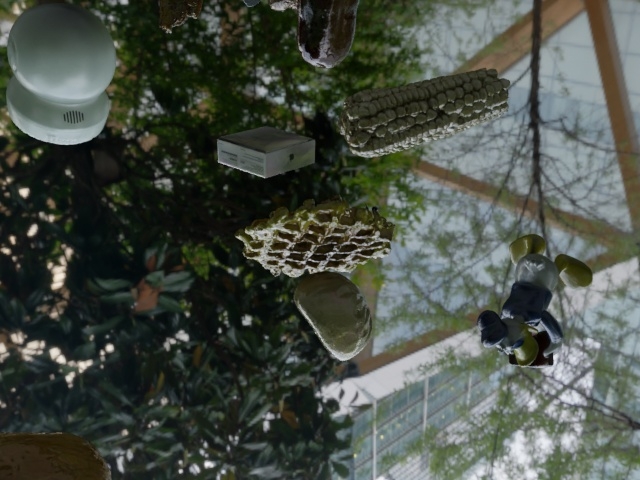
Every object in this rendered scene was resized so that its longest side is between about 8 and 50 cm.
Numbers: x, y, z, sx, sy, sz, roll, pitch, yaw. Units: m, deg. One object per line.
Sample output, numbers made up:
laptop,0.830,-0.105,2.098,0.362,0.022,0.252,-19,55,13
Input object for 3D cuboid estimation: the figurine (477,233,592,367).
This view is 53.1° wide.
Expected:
figurine,0.436,0.169,1.419,0.205,0.283,0.338,15,-154,39

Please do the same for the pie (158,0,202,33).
pie,-0.246,-0.446,1.110,0.092,0.169,0.034,0,-178,11

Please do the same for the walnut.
walnut,-0.352,0.310,0.767,0.197,0.165,0.165,9,-161,-35

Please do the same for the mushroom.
mushroom,-0.031,-0.482,1.282,0.148,0.227,0.217,-20,-134,-40

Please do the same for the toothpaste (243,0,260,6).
toothpaste,-0.162,-0.521,1.014,0.114,0.299,0.073,-40,-175,-9

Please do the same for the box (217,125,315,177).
box,-0.100,-0.168,1.191,0.130,0.051,0.129,22,-149,36

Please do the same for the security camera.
security camera,-0.481,-0.322,1.194,0.195,0.236,0.194,14,-134,-15

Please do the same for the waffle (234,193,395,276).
waffle,0.000,0.000,1.282,0.302,0.325,0.068,-16,-113,24

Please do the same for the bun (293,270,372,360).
bun,0.031,0.142,1.308,0.128,0.178,0.193,-36,-168,-6

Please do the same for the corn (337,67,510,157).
corn,0.127,-0.163,0.807,0.211,0.087,0.087,-14,-150,-2
